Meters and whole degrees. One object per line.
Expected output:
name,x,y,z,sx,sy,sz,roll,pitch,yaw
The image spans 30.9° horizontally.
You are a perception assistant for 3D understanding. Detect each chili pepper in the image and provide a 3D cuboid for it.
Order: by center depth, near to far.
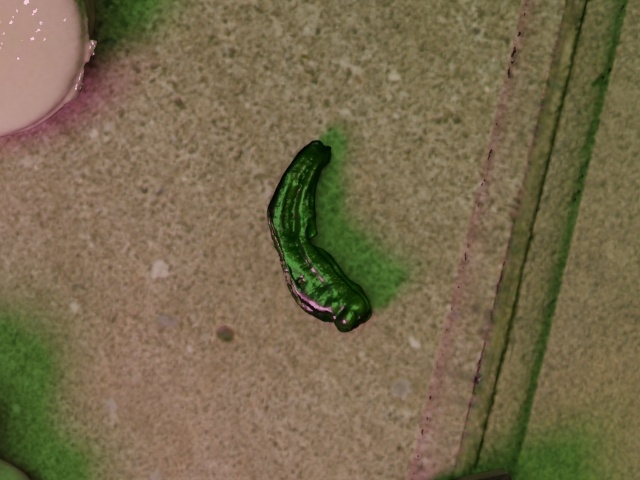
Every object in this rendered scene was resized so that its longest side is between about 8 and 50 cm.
chili pepper,-0.006,0.000,1.074,0.073,0.050,0.182,-16,83,10

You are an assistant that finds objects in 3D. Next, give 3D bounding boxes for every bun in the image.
bun,-0.325,-0.236,1.058,0.263,0.175,0.263,0,128,0

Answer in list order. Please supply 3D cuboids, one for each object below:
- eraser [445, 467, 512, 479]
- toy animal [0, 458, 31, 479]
eraser,0.167,0.410,1.010,0.098,0.096,0.404,-12,86,4
toy animal,-0.417,0.215,1.028,0.310,0.183,0.247,-13,90,-2
